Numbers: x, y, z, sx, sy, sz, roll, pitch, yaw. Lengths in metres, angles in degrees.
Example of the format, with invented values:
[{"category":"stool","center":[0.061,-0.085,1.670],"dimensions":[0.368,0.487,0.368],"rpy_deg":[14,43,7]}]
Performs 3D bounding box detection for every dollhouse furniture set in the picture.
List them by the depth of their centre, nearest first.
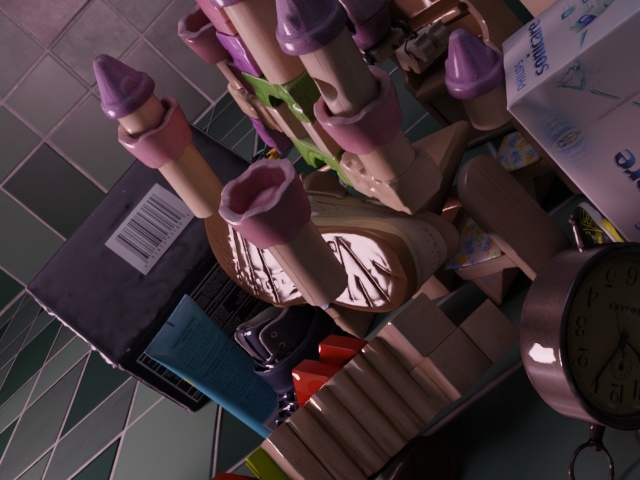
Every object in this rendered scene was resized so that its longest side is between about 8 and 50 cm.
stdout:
[{"category":"dollhouse furniture set","center":[0.100,-0.124,1.017],"dimensions":[0.362,0.256,0.394],"rpy_deg":[-22,32,51]}]

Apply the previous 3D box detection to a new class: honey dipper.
[{"category":"honey dipper","center":[0.005,-0.126,1.550],"dimensions":[0.160,0.030,0.030],"rpy_deg":[-29,27,38]}]

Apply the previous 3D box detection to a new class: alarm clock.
[{"category":"alarm clock","center":[0.200,0.085,0.628],"dimensions":[0.064,0.129,0.192],"rpy_deg":[-10,69,62]}]

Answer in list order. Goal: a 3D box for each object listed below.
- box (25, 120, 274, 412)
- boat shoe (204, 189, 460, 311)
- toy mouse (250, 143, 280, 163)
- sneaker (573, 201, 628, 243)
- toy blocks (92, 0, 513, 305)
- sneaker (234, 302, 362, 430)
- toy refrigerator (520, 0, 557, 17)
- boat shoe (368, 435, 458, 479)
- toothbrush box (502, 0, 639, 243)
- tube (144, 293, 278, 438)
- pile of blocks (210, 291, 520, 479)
[{"category":"box","center":[-0.186,0.045,1.200],"dimensions":[0.296,0.182,0.294],"rpy_deg":[-51,-22,-12]},{"category":"boat shoe","center":[0.000,0.000,0.875],"dimensions":[0.098,0.109,0.302],"rpy_deg":[-29,23,-37]},{"category":"toy mouse","center":[-0.105,-0.189,1.892],"dimensions":[0.161,0.031,0.143],"rpy_deg":[-45,20,6]},{"category":"sneaker","center":[0.251,-0.009,0.820],"dimensions":[0.035,0.031,0.083],"rpy_deg":[-45,20,9]},{"category":"toy blocks","center":[-0.027,-0.167,0.755],"dimensions":[0.309,0.260,0.288],"rpy_deg":[-43,38,-11]},{"category":"sneaker","center":[-0.042,0.169,0.900],"dimensions":[0.086,0.163,0.226],"rpy_deg":[-12,42,56]},{"category":"toy refrigerator","center":[0.277,-0.313,0.987],"dimensions":[0.094,0.269,0.102],"rpy_deg":[-55,20,-22]},{"category":"boat shoe","center":[0.040,0.245,0.746],"dimensions":[0.190,0.068,0.072],"rpy_deg":[-41,3,-19]},{"category":"toothbrush box","center":[0.317,-0.139,0.659],"dimensions":[0.295,0.216,0.126],"rpy_deg":[-35,23,29]},{"category":"tube","center":[-0.093,0.154,0.964],"dimensions":[0.052,0.207,0.080],"rpy_deg":[-23,30,48]},{"category":"pile of blocks","center":[0.008,0.163,0.790],"dimensions":[0.362,0.113,0.149],"rpy_deg":[-44,-9,9]}]
